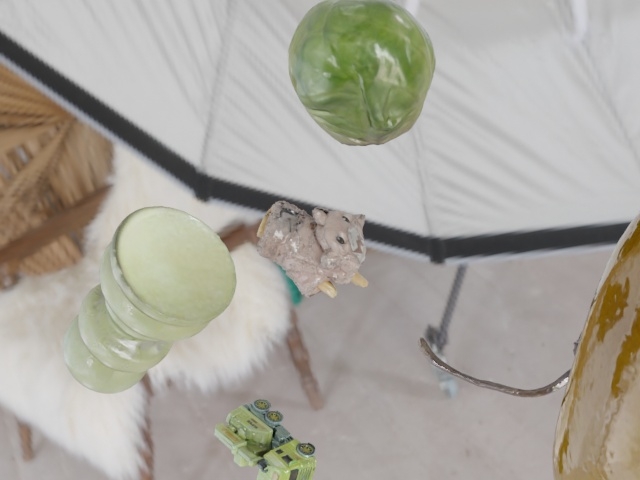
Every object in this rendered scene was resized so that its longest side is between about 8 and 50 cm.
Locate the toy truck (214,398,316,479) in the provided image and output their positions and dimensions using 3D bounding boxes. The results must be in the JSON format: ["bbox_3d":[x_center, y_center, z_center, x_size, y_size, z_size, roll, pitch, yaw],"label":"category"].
[{"bbox_3d":[-0.093,0.329,1.775,0.100,0.077,0.169,-15,43,-41],"label":"toy truck"}]

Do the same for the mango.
[{"bbox_3d":[0.344,0.112,0.978,0.232,0.445,0.300,15,34,-18],"label":"mango"}]

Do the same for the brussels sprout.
[{"bbox_3d":[0.063,-0.257,1.696,0.244,0.244,0.244,-13,26,7],"label":"brussels sprout"}]

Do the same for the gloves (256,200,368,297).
[{"bbox_3d":[-0.006,0.004,1.371,0.144,0.094,0.110,8,50,-10],"label":"gloves"}]

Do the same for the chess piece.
[{"bbox_3d":[-0.214,0.086,1.278,0.251,0.144,0.144,-46,0,45],"label":"chess piece"}]

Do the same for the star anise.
[{"bbox_3d":[0.260,0.157,1.388,0.228,0.148,0.218,-17,42,-6],"label":"star anise"}]
